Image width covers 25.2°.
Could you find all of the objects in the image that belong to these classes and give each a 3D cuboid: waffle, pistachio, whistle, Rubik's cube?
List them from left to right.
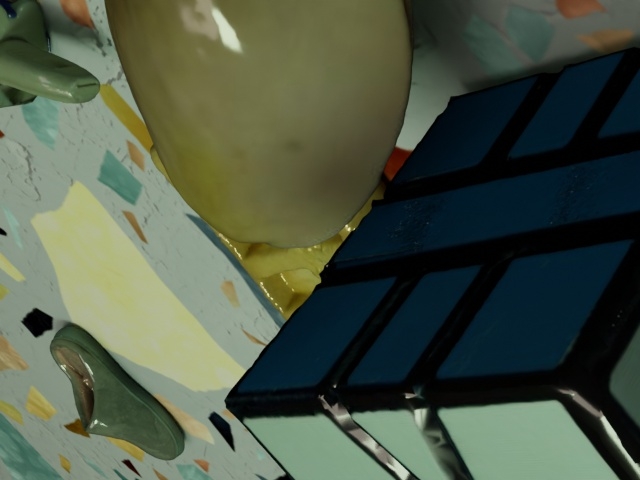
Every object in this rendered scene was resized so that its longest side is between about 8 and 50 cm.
[{"bbox_3d":[-0.276,-0.155,1.153,0.244,0.110,0.092,20,110,32],"label":"whistle"},{"bbox_3d":[-0.028,-0.127,0.858,0.197,0.166,0.288,11,141,25],"label":"pistachio"},{"bbox_3d":[0.000,0.000,1.099,0.168,0.057,0.274,-8,125,51],"label":"waffle"},{"bbox_3d":[0.177,0.081,0.797,0.288,0.283,0.293,-9,128,51],"label":"Rubik's cube"}]

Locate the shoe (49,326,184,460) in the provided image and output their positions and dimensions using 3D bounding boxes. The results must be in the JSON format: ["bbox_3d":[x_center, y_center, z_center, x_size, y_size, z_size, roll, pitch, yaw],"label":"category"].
[{"bbox_3d":[-0.237,0.184,1.578,0.195,0.078,0.079,53,146,-15],"label":"shoe"}]
